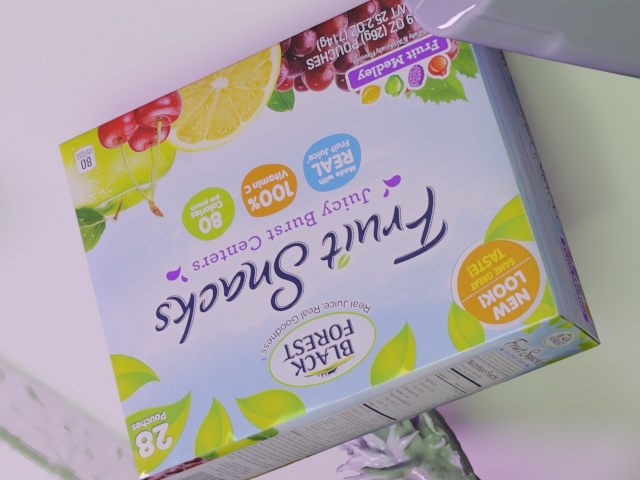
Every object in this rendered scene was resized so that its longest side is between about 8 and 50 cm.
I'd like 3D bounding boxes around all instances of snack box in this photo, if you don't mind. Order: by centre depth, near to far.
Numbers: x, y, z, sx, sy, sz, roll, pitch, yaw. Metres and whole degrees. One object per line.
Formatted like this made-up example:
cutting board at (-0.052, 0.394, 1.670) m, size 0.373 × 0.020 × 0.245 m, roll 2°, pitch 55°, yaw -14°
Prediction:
snack box at (0.000, 0.000, 0.893) m, size 0.207 × 0.070 × 0.174 m, roll -23°, pitch 68°, yaw 19°

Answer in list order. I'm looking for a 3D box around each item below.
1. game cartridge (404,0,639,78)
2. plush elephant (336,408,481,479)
game cartridge at (0.185, -0.180, 0.775) m, size 0.294 × 0.196 × 0.060 m, roll -52°, pitch 55°, yaw 31°
plush elephant at (0.022, 0.257, 0.924) m, size 0.255 × 0.272 × 0.330 m, roll -37°, pitch 70°, yaw 7°
